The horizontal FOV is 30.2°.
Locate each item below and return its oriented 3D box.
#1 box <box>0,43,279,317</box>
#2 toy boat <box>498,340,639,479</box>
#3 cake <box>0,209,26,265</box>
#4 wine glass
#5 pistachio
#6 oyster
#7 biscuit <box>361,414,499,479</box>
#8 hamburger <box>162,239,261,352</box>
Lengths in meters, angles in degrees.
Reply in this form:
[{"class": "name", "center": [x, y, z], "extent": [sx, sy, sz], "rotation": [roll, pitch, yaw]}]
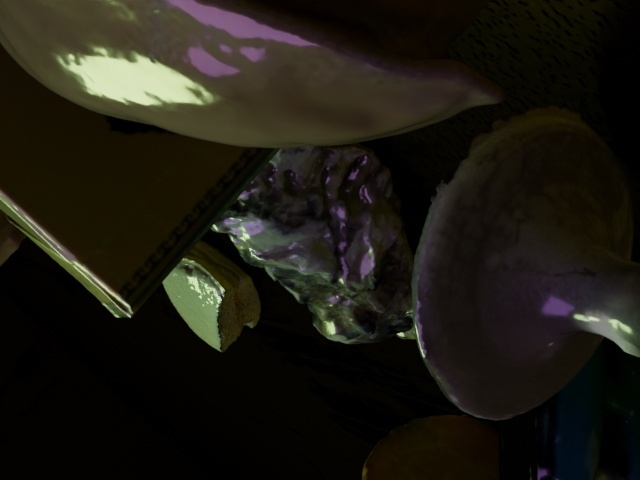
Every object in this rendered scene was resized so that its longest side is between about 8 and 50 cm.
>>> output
[{"class": "box", "center": [-0.133, -0.116, 0.495], "extent": [0.279, 0.153, 0.041], "rotation": [44, 163, -14]}, {"class": "toy boat", "center": [0.144, 0.119, 0.625], "extent": [0.092, 0.134, 0.299], "rotation": [1, 154, 6]}, {"class": "cake", "center": [-0.287, -0.104, 0.690], "extent": [0.332, 0.332, 0.321], "rotation": [41, -166, -4]}, {"class": "wine glass", "center": [0.145, 0.036, 0.348], "extent": [0.241, 0.126, 0.126], "rotation": [19, 154, 50]}, {"class": "pistachio", "center": [-0.034, -0.097, 0.398], "extent": [0.223, 0.126, 0.152], "rotation": [19, -172, 39]}, {"class": "oyster", "center": [0.002, -0.003, 0.668], "extent": [0.199, 0.087, 0.252], "rotation": [39, 176, 3]}, {"class": "biscuit", "center": [0.120, 0.209, 0.775], "extent": [0.247, 0.118, 0.029], "rotation": [54, 159, 39]}, {"class": "hamburger", "center": [-0.099, 0.037, 1.003], "extent": [0.084, 0.054, 0.121], "rotation": [39, 161, 17]}]
